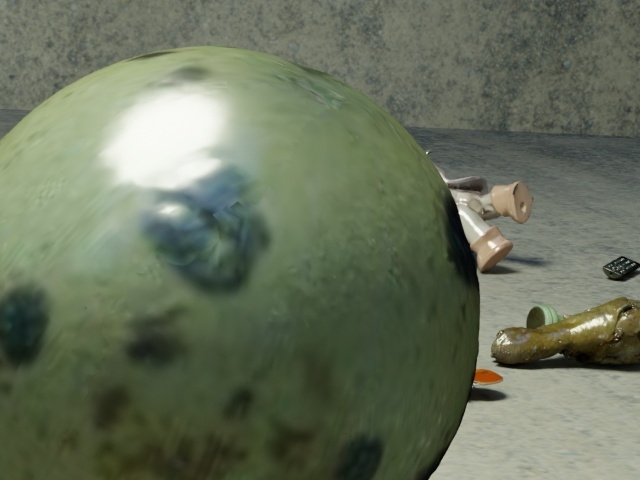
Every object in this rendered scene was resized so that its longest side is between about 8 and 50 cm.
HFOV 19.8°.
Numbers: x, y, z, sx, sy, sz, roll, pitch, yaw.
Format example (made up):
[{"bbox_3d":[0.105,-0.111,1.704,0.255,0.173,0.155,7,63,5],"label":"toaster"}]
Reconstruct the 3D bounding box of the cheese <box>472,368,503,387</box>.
[{"bbox_3d":[0.097,0.108,1.787,0.106,0.037,0.256,0,13,-18],"label":"cheese"}]

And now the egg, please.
[{"bbox_3d":[-0.074,0.054,1.143,0.345,0.345,0.428,6,12,8],"label":"egg"}]

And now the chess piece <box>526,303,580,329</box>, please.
[{"bbox_3d":[0.267,0.092,1.949,0.093,0.042,0.042,7,8,-29],"label":"chess piece"}]

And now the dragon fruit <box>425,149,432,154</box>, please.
[{"bbox_3d":[0.000,0.000,1.709,0.293,0.233,0.234,-30,-13,37],"label":"dragon fruit"}]

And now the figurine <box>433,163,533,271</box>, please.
[{"bbox_3d":[0.137,-0.043,2.370,0.276,0.133,0.200,12,10,34],"label":"figurine"}]

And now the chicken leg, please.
[{"bbox_3d":[0.262,0.095,1.849,0.198,0.069,0.085,-6,11,-18],"label":"chicken leg"}]

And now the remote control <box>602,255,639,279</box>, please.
[{"bbox_3d":[0.387,0.037,2.353,0.034,0.016,0.091,26,18,20],"label":"remote control"}]
